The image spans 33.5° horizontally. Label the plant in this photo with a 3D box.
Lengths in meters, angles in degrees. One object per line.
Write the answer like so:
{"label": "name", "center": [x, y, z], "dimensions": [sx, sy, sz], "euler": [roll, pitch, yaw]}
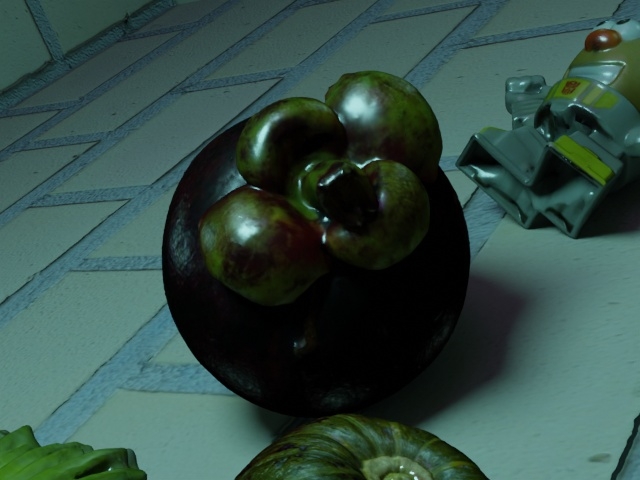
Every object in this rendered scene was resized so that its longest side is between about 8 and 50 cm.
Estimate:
{"label": "plant", "center": [-0.272, 0.250, 0.772], "dimensions": [0.251, 0.180, 0.333], "euler": [-7, 0, 27]}

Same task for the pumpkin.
{"label": "pumpkin", "center": [0.028, 0.220, 0.735], "dimensions": [0.219, 0.162, 0.219], "euler": [10, 21, -4]}

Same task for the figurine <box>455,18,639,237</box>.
{"label": "figurine", "center": [0.325, -0.144, 1.236], "dimensions": [0.285, 0.167, 0.342], "euler": [-40, 51, -22]}

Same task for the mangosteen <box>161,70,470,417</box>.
{"label": "mangosteen", "center": [0.000, 0.000, 0.995], "dimensions": [0.307, 0.347, 0.307], "euler": [3, 59, -4]}
